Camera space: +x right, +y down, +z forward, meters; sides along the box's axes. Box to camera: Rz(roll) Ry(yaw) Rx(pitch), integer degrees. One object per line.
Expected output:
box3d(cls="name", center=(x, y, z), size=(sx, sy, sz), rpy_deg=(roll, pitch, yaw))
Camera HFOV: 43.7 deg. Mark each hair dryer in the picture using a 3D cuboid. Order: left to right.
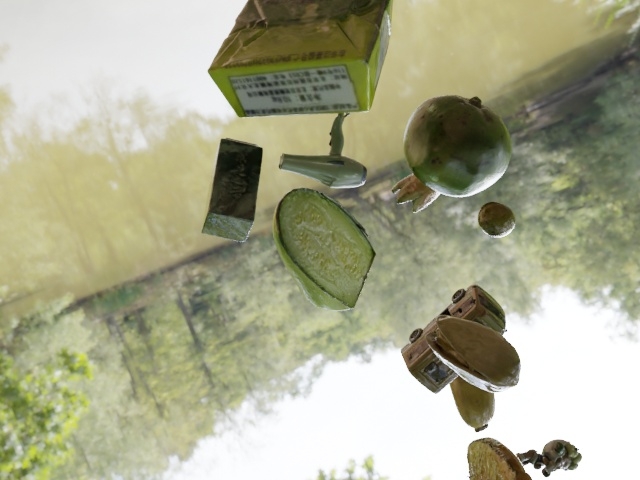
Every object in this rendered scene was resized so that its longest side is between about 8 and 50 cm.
box3d(cls="hair dryer", center=(-0.004, -0.191, 1.534), size=(0.167, 0.199, 0.067), rpy_deg=(-3, 159, -19))

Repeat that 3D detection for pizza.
box3d(cls="pizza", center=(0.395, 0.549, 1.738), size=(0.090, 0.223, 0.323), rpy_deg=(1, 179, -7))

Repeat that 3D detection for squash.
box3d(cls="squash", center=(0.000, 0.000, 2.049), size=(0.210, 0.309, 0.233), rpy_deg=(14, -120, 22))

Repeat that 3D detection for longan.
box3d(cls="longan", center=(0.343, -0.044, 1.564), size=(0.075, 0.075, 0.083), rpy_deg=(-22, -154, 5))

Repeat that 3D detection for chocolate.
box3d(cls="chocolate", center=(-0.021, -0.357, 1.498), size=(0.301, 0.137, 0.288), rpy_deg=(-1, -137, 18))

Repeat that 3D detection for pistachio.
box3d(cls="pistachio", center=(0.337, 0.244, 1.738), size=(0.152, 0.223, 0.126), rpy_deg=(-13, 132, -56))

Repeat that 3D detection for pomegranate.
box3d(cls="pomegranate", center=(0.271, -0.174, 1.733), size=(0.236, 0.236, 0.302), rpy_deg=(-22, 152, -52))

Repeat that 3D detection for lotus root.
box3d(cls="lotus root", center=(0.515, 0.500, 2.717), size=(0.146, 0.303, 0.131), rpy_deg=(-8, 168, -10))

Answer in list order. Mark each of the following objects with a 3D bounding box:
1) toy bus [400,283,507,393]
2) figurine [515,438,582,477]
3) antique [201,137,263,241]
box3d(cls="toy bus", center=(0.358, 0.263, 2.127), size=(0.289, 0.139, 0.157), rpy_deg=(-44, -164, 13))
box3d(cls="figurine", center=(0.634, 0.609, 2.216), size=(0.197, 0.093, 0.147), rpy_deg=(-12, 134, -23))
box3d(cls="antique", center=(-0.165, -0.101, 1.509), size=(0.088, 0.183, 0.086), rpy_deg=(11, 150, -13))
